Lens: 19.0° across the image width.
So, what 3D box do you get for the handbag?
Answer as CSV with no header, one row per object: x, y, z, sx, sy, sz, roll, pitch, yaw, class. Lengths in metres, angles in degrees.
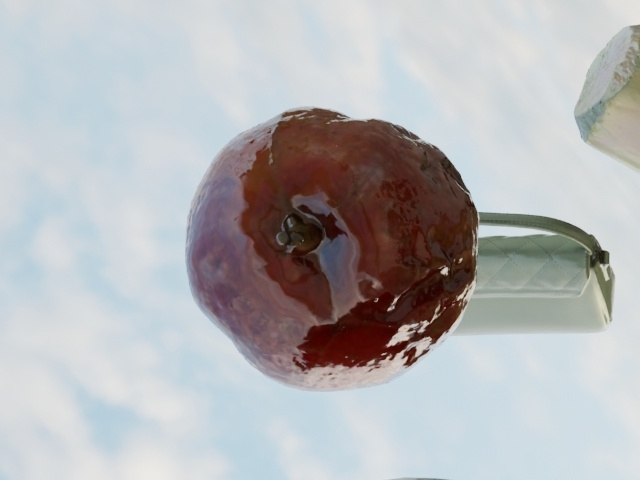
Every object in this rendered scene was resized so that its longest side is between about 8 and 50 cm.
0.196,0.026,2.119,0.219,0.256,0.079,61,-147,-53,handbag

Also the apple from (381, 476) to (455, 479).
0.081,0.338,1.442,0.305,0.338,0.338,32,-156,-10,apple

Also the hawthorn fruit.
0.000,0.000,1.514,0.242,0.242,0.271,57,-170,14,hawthorn fruit

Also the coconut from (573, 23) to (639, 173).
0.352,-0.138,1.974,0.152,0.147,0.147,27,-155,-11,coconut
